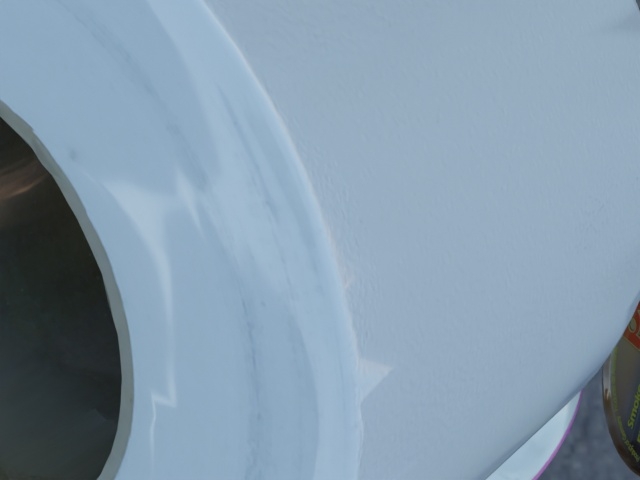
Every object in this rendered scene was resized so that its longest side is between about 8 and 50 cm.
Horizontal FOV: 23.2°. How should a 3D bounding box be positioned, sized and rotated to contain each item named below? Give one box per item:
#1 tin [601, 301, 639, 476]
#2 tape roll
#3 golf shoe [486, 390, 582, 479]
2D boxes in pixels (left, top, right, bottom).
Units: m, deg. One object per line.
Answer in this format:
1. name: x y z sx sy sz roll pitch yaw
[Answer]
1. tin: 0.174 0.016 0.692 0.040 0.106 0.189 6 103 -23
2. tape roll: -0.048 -0.012 0.440 0.246 0.169 0.246 15 117 31
3. golf shoe: 0.000 0.000 0.749 0.140 0.306 0.115 26 104 -39
